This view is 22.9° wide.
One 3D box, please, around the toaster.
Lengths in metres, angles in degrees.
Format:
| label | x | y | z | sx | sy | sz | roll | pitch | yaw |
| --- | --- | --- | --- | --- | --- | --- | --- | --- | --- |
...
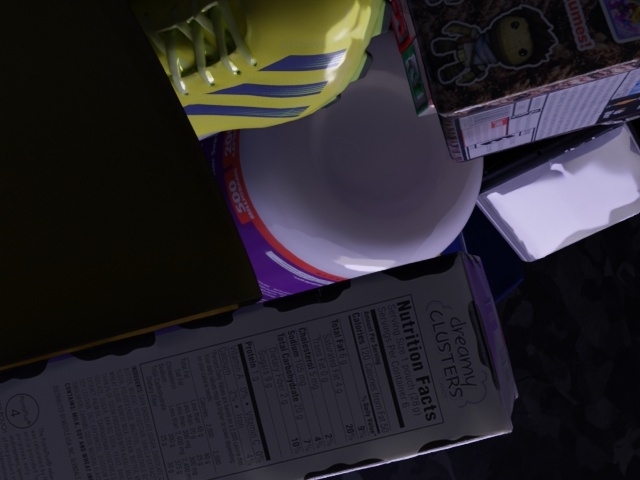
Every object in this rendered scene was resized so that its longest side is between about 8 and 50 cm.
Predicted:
| label | x | y | z | sx | sy | sz | roll | pitch | yaw |
| --- | --- | --- | --- | --- | --- | --- | --- | --- | --- |
| toaster | 0.213 | -0.086 | 1.431 | 0.186 | 0.110 | 0.168 | -27 | -151 | 23 |

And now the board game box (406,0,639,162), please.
| label | x | y | z | sx | sy | sz | roll | pitch | yaw |
| --- | --- | --- | --- | --- | --- | --- | --- | --- | --- |
| board game box | 0.175 | -0.145 | 0.679 | 0.291 | 0.141 | 0.232 | -15 | 177 | 5 |

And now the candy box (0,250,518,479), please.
| label | x | y | z | sx | sy | sz | roll | pitch | yaw |
| --- | --- | --- | --- | --- | --- | --- | --- | --- | --- |
| candy box | -0.022 | 0.062 | 0.641 | 0.196 | 0.070 | 0.165 | -15 | 176 | 7 |

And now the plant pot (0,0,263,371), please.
| label | x | y | z | sx | sy | sz | roll | pitch | yaw |
| --- | --- | --- | --- | --- | --- | --- | --- | --- | --- |
| plant pot | -0.157 | -0.032 | 0.711 | 0.212 | 0.187 | 0.212 | -14 | 176 | -6 |

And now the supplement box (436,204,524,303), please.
| label | x | y | z | sx | sy | sz | roll | pitch | yaw |
| --- | --- | --- | --- | --- | --- | --- | --- | --- | --- |
| supplement box | 0.000 | 0.000 | 1.624 | 0.357 | 0.195 | 0.194 | -13 | -175 | 21 |

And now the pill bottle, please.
| label | x | y | z | sx | sy | sz | roll | pitch | yaw |
| --- | --- | --- | --- | --- | --- | --- | --- | --- | --- |
| pill bottle | -0.019 | -0.043 | 1.225 | 0.182 | 0.181 | 0.323 | -14 | 176 | -24 |

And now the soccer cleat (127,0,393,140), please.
| label | x | y | z | sx | sy | sz | roll | pitch | yaw |
| --- | --- | --- | --- | --- | --- | --- | --- | --- | --- |
| soccer cleat | -0.072 | -0.098 | 0.831 | 0.121 | 0.093 | 0.289 | -4 | 171 | -35 |

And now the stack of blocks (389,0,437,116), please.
| label | x | y | z | sx | sy | sz | roll | pitch | yaw |
| --- | --- | --- | --- | --- | --- | --- | --- | --- | --- |
| stack of blocks | 0.203 | -0.164 | 0.971 | 0.297 | 0.087 | 0.171 | -14 | 177 | -8 |

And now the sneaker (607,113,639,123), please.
| label | x | y | z | sx | sy | sz | roll | pitch | yaw |
| --- | --- | --- | --- | --- | --- | --- | --- | --- | --- |
| sneaker | 0.180 | -0.138 | 1.319 | 0.283 | 0.107 | 0.124 | -17 | -173 | 13 |
